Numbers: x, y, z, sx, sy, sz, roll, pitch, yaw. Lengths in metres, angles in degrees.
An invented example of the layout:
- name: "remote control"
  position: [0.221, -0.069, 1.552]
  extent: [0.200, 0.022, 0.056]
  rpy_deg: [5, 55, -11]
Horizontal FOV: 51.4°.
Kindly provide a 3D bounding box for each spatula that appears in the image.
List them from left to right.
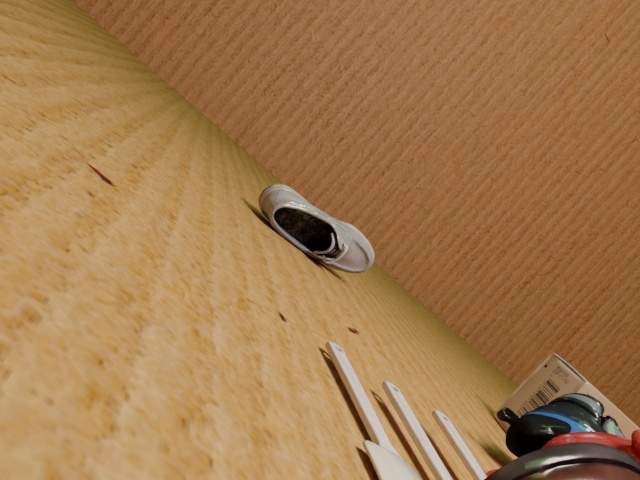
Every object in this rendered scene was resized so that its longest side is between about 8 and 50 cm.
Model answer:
- name: "spatula"
  position: [0.080, 0.158, 0.456]
  extent: [0.168, 0.019, 0.242]
  rpy_deg: [34, 7, -18]

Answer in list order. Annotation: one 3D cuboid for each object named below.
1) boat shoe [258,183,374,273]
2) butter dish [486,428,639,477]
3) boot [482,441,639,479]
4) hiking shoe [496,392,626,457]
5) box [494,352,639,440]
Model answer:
- name: "boat shoe"
  position: [0.000, -0.001, 1.023]
  extent: [0.227, 0.079, 0.081]
  rpy_deg: [34, 17, -29]
- name: "butter dish"
  position: [0.249, 0.210, 0.546]
  extent: [0.160, 0.118, 0.160]
  rpy_deg: [11, 19, -28]
- name: "boot"
  position: [0.177, 0.234, 0.249]
  extent: [0.264, 0.096, 0.280]
  rpy_deg: [48, 10, -31]
- name: "hiking shoe"
  position: [0.304, 0.298, 0.677]
  extent: [0.132, 0.113, 0.304]
  rpy_deg: [-1, 38, -36]
- name: "box"
  position: [0.441, 0.336, 1.034]
  extent: [0.311, 0.148, 0.121]
  rpy_deg: [39, 6, -12]
